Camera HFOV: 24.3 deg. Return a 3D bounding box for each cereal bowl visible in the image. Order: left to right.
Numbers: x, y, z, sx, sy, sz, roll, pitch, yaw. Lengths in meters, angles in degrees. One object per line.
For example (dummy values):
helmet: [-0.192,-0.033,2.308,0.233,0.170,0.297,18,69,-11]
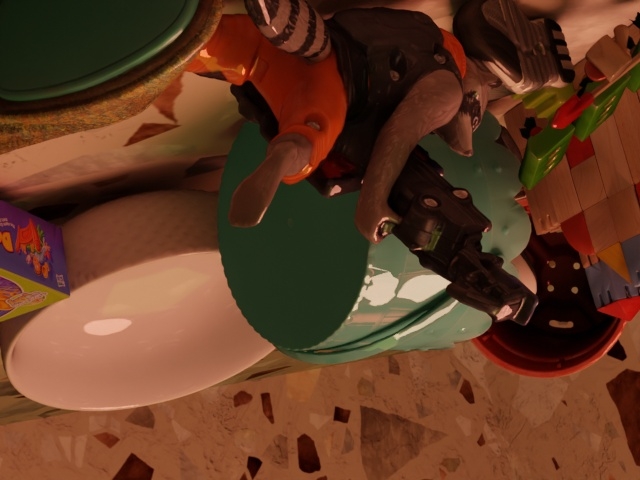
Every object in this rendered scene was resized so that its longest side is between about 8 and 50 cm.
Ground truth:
cereal bowl: [-0.193,0.048,1.635,0.338,0.141,0.339,-16,152,-9]

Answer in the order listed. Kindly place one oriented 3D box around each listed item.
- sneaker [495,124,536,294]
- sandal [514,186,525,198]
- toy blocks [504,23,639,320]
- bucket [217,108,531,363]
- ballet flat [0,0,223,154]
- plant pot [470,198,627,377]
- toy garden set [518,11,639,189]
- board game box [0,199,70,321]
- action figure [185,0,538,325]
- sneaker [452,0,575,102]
sneaker: [0.172,-0.047,1.548,0.146,0.296,0.105,-22,131,-20]
sandal: [0.233,-0.082,1.898,0.090,0.060,0.219,-15,-174,37]
toy blocks: [0.335,-0.064,1.554,0.190,0.261,0.381,-10,168,-25]
bucket: [0.040,-0.017,1.422,0.183,0.281,0.281,-2,164,-37]
ballet flat: [-0.201,-0.104,0.982,0.348,0.123,0.123,-14,170,21]
plant pot: [0.367,0.065,2.345,0.272,0.273,0.265,-18,177,16]
toy garden set: [0.259,-0.165,1.279,0.244,0.049,0.204,-42,169,-6]
board game box: [-0.451,0.043,1.424,0.347,0.078,0.233,-19,158,19]
action figure: [0.039,-0.092,1.089,0.330,0.341,0.179,-10,135,-53]
sneaker: [0.132,-0.151,1.313,0.132,0.086,0.228,-17,170,26]
